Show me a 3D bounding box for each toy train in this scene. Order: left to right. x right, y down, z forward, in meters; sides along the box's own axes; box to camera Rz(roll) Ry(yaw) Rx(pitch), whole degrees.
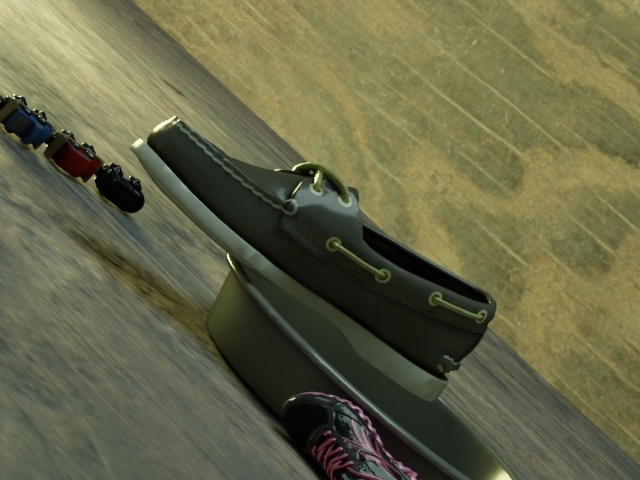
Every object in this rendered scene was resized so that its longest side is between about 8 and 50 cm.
[{"bbox_3d":[-0.193,-0.065,1.455,0.158,0.027,0.036,37,18,-39],"label":"toy train"}]

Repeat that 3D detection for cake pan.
[{"bbox_3d":[0.029,0.118,1.368,0.293,0.054,0.293,40,6,-5],"label":"cake pan"}]

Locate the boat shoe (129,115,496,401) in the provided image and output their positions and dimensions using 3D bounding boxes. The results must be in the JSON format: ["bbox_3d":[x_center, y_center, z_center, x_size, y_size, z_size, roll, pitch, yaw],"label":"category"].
[{"bbox_3d":[-0.001,-0.002,1.339,0.305,0.091,0.109,38,6,-25],"label":"boat shoe"}]

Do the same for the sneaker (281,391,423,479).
[{"bbox_3d":[0.019,0.142,1.197,0.119,0.047,0.057,41,17,12],"label":"sneaker"}]
